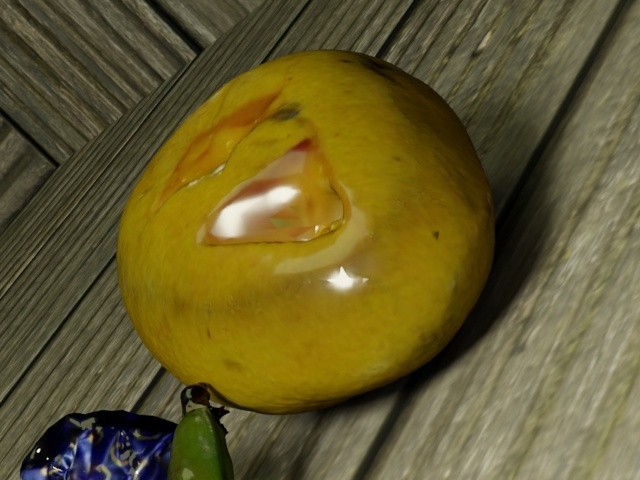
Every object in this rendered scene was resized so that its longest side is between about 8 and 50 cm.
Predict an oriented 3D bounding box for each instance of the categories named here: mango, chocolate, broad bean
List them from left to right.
[{"bbox_3d":[-0.145,0.246,0.990,0.148,0.126,0.343,-2,36,13],"label":"chocolate"},{"bbox_3d":[-0.053,0.174,0.957,0.060,0.043,0.297,-53,26,16],"label":"broad bean"},{"bbox_3d":[0.000,0.000,1.156,0.253,0.182,0.365,-44,24,-6],"label":"mango"}]
